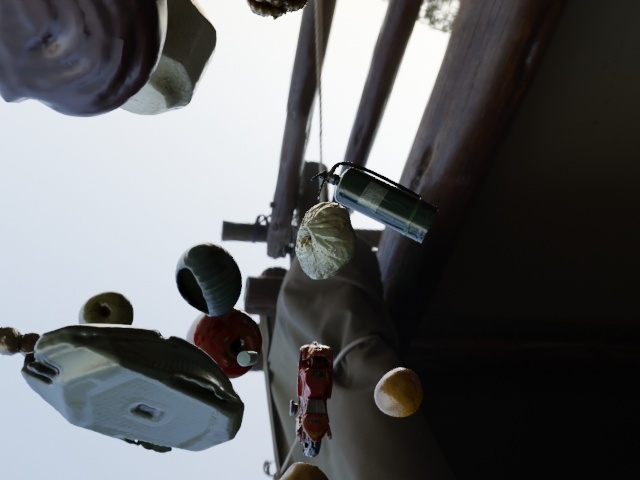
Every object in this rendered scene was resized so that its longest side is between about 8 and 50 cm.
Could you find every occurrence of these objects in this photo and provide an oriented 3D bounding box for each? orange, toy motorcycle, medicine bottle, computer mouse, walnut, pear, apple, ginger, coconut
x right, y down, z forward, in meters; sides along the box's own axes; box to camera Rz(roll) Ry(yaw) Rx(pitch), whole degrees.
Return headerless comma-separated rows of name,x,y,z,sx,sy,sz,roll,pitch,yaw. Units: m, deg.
orange,0.246,0.475,1.589,0.136,0.158,0.159,38,-139,26
toy motorcycle,-0.018,0.365,1.254,0.089,0.171,0.298,10,-132,-10
medicine bottle,-0.230,0.375,1.636,0.047,0.047,0.083,25,176,16
computer mouse,-0.337,0.273,0.996,0.429,0.228,0.145,31,-151,-27
walnut,-0.097,-0.608,1.265,0.170,0.143,0.069,-21,-109,-18
pear,-0.679,0.240,1.636,0.167,0.136,0.167,2,-116,-5
apple,-0.336,0.354,1.757,0.217,0.260,0.260,-6,-165,45
ginger,-0.867,0.279,1.420,0.204,0.104,0.080,17,-130,-26
coconut,-0.320,-0.381,0.967,0.238,0.237,0.265,13,-113,-1

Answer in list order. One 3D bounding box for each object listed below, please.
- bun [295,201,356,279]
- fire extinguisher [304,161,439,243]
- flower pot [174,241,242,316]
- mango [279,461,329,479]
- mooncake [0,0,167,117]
bun,0.000,0.000,0.736,0.069,0.115,0.115,13,-148,-27
fire extinguisher,0.113,-0.098,1.146,0.295,0.118,0.093,27,173,10
flower pot,-0.322,0.113,1.494,0.189,0.243,0.157,21,-134,23
mango,-0.079,0.588,0.949,0.144,0.359,0.187,19,-179,14
mooncake,-0.364,-0.321,0.632,0.334,0.325,0.174,-1,-138,-14
